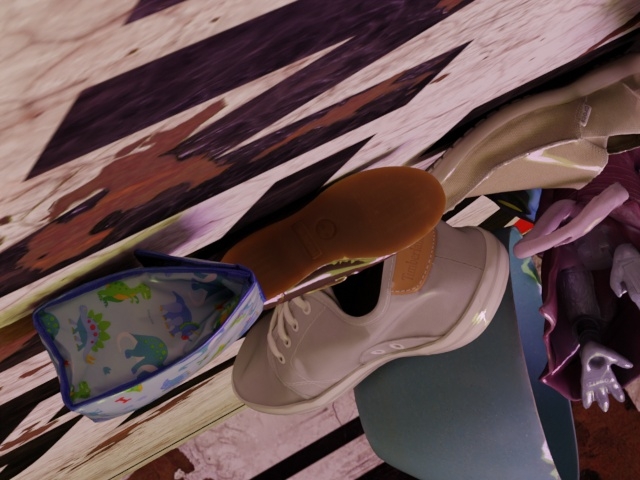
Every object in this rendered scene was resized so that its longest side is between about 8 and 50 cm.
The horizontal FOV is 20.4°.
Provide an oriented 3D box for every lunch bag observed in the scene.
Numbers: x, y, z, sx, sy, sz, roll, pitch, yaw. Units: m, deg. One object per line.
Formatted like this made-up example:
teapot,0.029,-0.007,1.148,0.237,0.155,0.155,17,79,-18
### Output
lunch bag,-0.112,0.058,1.233,0.151,0.096,0.129,-21,173,-2

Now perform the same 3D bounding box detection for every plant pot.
plant pot,0.144,0.147,1.880,0.195,0.290,0.290,-14,177,14

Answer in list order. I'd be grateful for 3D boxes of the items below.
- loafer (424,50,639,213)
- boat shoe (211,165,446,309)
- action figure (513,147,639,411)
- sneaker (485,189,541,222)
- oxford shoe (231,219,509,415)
loafer,0.206,-0.085,1.590,0.268,0.092,0.102,-28,173,-24
boat shoe,0.000,0.000,1.421,0.207,0.073,0.073,-21,172,-18
action figure,0.269,-0.018,1.807,0.248,0.276,0.370,-30,-148,27
sneaker,0.232,-0.070,2.012,0.082,0.069,0.209,-64,161,2
oxford shoe,0.015,0.066,1.788,0.130,0.169,0.449,23,155,-23
